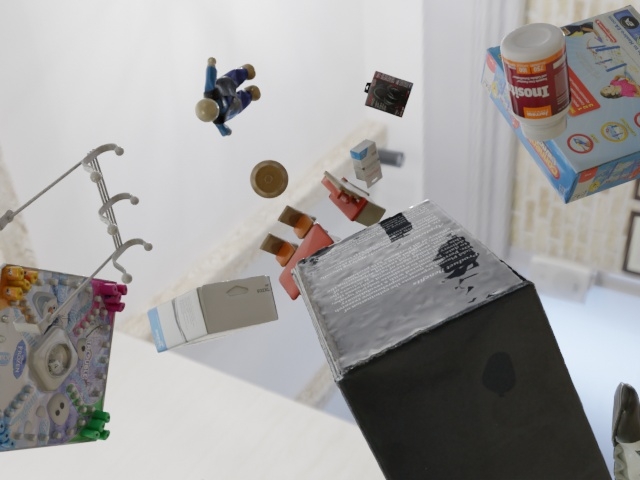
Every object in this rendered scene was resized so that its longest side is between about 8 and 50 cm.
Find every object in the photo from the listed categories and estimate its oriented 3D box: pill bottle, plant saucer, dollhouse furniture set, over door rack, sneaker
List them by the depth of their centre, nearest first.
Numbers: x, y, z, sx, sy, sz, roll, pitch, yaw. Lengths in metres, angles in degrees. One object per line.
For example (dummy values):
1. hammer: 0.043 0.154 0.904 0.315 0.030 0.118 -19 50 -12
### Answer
1. pill bottle: 0.304 -0.217 1.139 0.086 0.086 0.152 -54 -41 -33
2. over door rack: -0.442 -0.005 1.493 0.324 0.108 0.240 -44 -45 -45
3. dollhouse furniture set: 0.000 0.000 1.646 0.135 0.262 0.259 23 -73 -40
4. sneaker: 0.698 0.413 1.742 0.330 0.146 0.122 64 -142 -44
5. plant saucer: -0.110 -0.131 1.743 0.015 0.083 0.083 -95 19 -87

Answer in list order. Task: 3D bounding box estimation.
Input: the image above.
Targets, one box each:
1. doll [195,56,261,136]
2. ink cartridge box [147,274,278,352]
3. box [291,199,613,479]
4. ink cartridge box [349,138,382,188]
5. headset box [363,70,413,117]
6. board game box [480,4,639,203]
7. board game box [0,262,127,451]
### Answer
1. doll: -0.155 -0.234 1.317 0.189 0.046 0.129 -56 -42 -58
2. ink cartridge box: -0.292 0.199 2.190 0.223 0.307 0.129 -8 -100 -38
3. box: 0.202 0.247 1.306 0.480 0.297 0.472 64 -179 -19
4. ink cartridge box: 0.090 -0.149 1.591 0.048 0.028 0.083 -37 -50 -28
5. headset box: 0.122 -0.271 1.505 0.032 0.083 0.062 -69 -2 -52
6. board game box: 0.486 -0.245 1.417 0.302 0.308 0.086 -18 -32 -10
7. board game box: -0.582 0.266 1.822 0.390 0.050 0.390 20 -107 -64
